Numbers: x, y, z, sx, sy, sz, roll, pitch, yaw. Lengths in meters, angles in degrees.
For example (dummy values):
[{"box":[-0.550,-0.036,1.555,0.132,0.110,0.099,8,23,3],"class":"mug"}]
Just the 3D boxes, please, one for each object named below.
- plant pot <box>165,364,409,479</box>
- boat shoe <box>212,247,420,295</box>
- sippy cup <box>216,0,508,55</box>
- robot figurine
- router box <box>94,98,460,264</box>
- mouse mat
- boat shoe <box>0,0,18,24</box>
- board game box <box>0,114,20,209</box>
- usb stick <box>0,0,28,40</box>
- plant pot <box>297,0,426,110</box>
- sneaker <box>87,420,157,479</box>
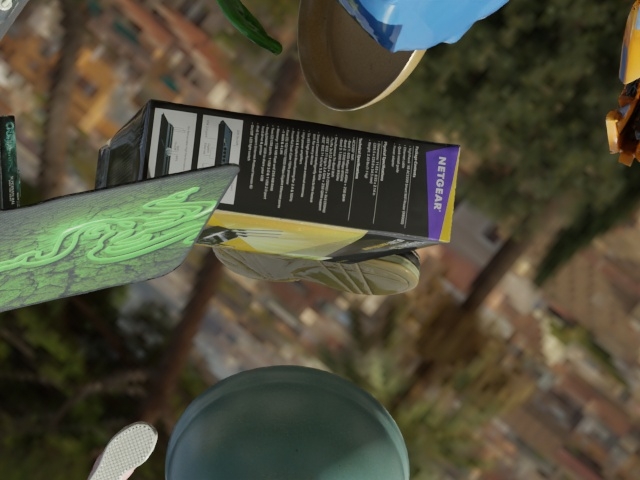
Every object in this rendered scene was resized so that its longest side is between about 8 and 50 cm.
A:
[{"box":[-0.043,0.319,2.151,0.293,0.293,0.196,41,-159,-17],"class":"plant pot"},{"box":[0.000,0.001,1.810,0.224,0.073,0.080,5,149,32],"class":"boat shoe"},{"box":[0.060,-0.281,1.502,0.224,0.240,0.305,57,142,20],"class":"sippy cup"},{"box":[0.338,-0.193,1.818,0.085,0.211,0.291,15,135,17],"class":"robot figurine"},{"box":[-0.049,-0.040,1.528,0.243,0.081,0.309,7,174,-12],"class":"router box"},{"box":[-0.155,0.003,1.241,0.007,0.190,0.152,64,148,20],"class":"mouse mat"},{"box":[-0.211,-0.308,1.459,0.091,0.302,0.114,35,180,-29],"class":"boat shoe"},{"box":[-0.411,-0.082,2.455,0.026,0.126,0.186,-3,171,-11],"class":"board game box"},{"box":[-0.362,-0.239,2.007,0.045,0.278,0.077,22,151,14],"class":"usb stick"},{"box":[0.056,-0.240,1.842,0.032,0.236,0.236,13,-169,-34],"class":"plant pot"},{"box":[-0.250,0.270,2.363,0.051,0.134,0.070,36,-161,-6],"class":"sneaker"}]
